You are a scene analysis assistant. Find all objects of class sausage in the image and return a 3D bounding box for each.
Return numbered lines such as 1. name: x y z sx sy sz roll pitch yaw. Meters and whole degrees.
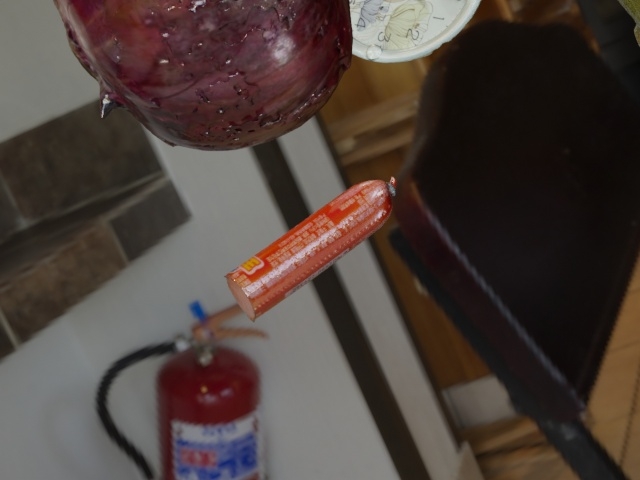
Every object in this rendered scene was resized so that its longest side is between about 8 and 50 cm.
1. sausage: 0.000 0.000 1.683 0.274 0.074 0.074 -35 13 -15

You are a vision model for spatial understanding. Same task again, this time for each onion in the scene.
1. onion: -0.058 -0.174 0.766 0.219 0.252 0.252 -25 11 -4

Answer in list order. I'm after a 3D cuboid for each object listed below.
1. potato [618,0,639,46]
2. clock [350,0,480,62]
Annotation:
1. potato: 0.348 -0.317 1.196 0.218 0.351 0.202 -11 1 -19
2. clock: 0.108 -0.342 1.673 0.236 0.236 0.053 -21 -17 13
